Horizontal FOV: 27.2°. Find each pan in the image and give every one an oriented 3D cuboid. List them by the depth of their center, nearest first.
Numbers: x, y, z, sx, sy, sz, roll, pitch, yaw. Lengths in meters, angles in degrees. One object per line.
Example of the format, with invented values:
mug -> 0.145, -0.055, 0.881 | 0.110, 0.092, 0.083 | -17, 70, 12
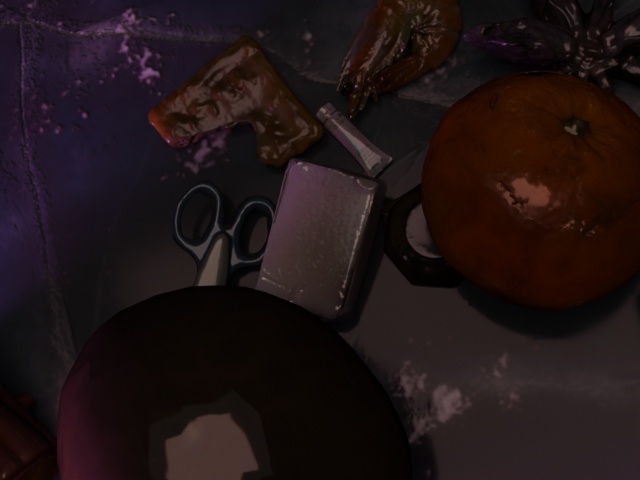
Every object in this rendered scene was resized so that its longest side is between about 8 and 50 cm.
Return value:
pan -> 0.105, -0.013, 1.630 | 0.201, 0.048, 0.128 | 3, 77, 10

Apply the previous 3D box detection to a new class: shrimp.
shrimp -> 0.099, -0.242, 1.677 | 0.115, 0.051, 0.217 | 33, 84, 12

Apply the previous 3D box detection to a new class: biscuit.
biscuit -> -0.105, -0.152, 1.699 | 0.174, 0.039, 0.183 | -41, 74, -1

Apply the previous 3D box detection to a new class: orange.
orange -> 0.254, -0.056, 1.510 | 0.283, 0.226, 0.284 | 9, 52, -11

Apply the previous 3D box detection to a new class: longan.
longan -> -0.093, 0.225, 1.456 | 0.404, 0.404, 0.336 | 28, 103, 14

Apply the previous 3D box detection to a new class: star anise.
star anise -> 0.311, -0.247, 1.611 | 0.257, 0.110, 0.198 | 23, 84, 7

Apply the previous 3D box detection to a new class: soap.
soap -> 0.000, 0.000, 1.618 | 0.121, 0.064, 0.183 | 17, 97, 14

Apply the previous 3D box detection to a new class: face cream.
face cream -> 0.040, -0.128, 1.678 | 0.038, 0.020, 0.115 | -44, 76, -1

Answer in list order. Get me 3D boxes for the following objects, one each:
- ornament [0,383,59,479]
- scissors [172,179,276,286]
ornament -> -0.452, 0.255, 1.606 | 0.217, 0.235, 0.221 | 40, 113, 12
scissors -> -0.141, 0.073, 1.658 | 0.138, 0.041, 0.289 | 15, 86, -6
